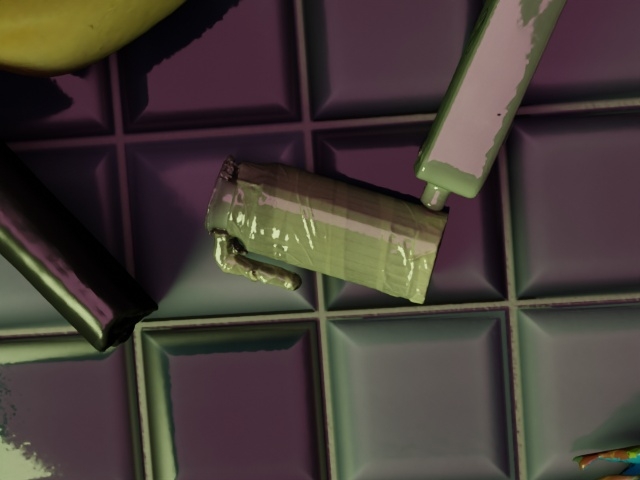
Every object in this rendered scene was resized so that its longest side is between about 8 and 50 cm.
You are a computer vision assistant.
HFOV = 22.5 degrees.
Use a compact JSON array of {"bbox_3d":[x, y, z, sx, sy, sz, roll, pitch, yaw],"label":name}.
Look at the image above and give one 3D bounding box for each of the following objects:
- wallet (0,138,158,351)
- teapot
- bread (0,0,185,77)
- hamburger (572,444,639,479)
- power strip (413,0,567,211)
[{"bbox_3d":[-0.296,-0.071,1.319,0.062,0.228,0.406,-44,90,-4],"label":"wallet"},{"bbox_3d":[0.000,0.000,1.377,0.200,0.077,0.107,17,117,4],"label":"teapot"},{"bbox_3d":[-0.225,-0.321,1.276,0.376,0.253,0.348,-38,95,10],"label":"bread"},{"bbox_3d":[0.276,0.286,1.321,0.150,0.260,0.276,32,134,-22],"label":"hamburger"},{"bbox_3d":[0.171,-0.200,1.327,0.062,0.091,0.385,23,98,-3],"label":"power strip"}]
